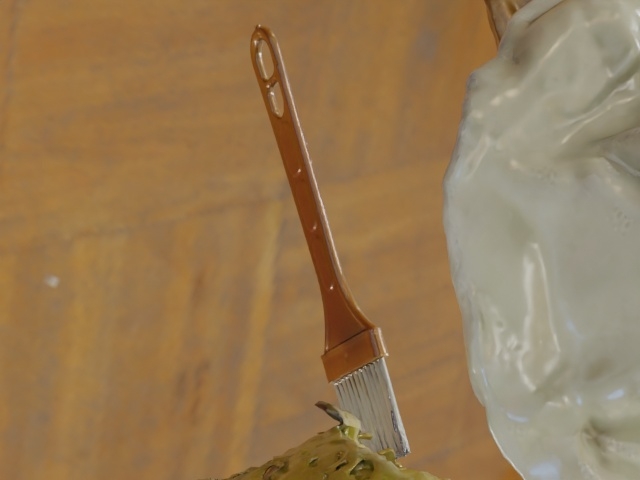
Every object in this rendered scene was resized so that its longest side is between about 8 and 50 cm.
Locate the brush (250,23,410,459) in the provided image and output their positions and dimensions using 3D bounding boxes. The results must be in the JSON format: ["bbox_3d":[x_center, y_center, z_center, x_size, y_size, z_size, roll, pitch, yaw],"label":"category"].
[{"bbox_3d":[0.000,0.000,1.265,0.017,0.090,0.314,-12,79,-25],"label":"brush"}]

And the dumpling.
[{"bbox_3d":[0.132,-0.007,0.692,0.193,0.147,0.258,34,62,-21],"label":"dumpling"}]

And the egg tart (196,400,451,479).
[{"bbox_3d":[0.051,0.165,0.964,0.291,0.290,0.107,31,84,-56],"label":"egg tart"}]

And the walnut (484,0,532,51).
[{"bbox_3d":[0.159,-0.089,0.919,0.167,0.087,0.211,15,60,-51],"label":"walnut"}]
